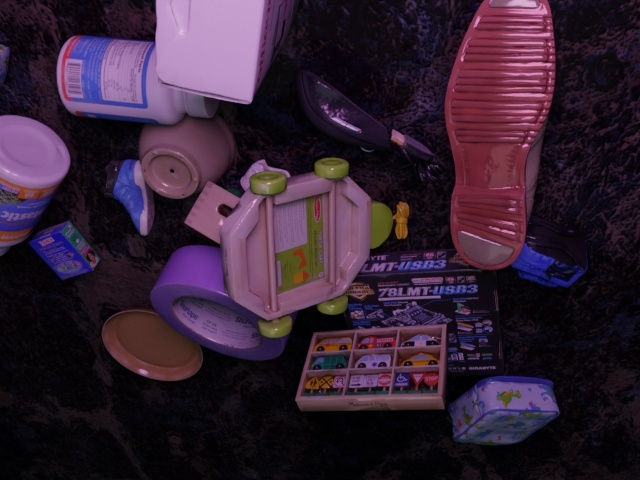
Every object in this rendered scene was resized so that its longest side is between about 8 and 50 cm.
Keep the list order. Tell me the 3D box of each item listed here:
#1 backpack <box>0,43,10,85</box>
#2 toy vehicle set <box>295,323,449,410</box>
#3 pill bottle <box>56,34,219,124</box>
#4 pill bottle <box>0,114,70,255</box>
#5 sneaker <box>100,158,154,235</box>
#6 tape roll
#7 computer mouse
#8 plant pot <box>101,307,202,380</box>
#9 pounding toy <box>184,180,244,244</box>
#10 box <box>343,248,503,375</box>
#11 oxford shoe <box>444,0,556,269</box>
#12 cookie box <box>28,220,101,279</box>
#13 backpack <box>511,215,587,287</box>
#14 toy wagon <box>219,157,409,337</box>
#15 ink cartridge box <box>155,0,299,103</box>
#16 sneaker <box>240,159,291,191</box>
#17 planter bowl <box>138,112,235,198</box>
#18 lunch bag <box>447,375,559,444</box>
[{"bbox_3d":[-0.556,-0.276,1.000,0.084,0.105,0.114,30,134,-12],"label":"backpack"},{"bbox_3d":[0.099,0.234,1.156,0.266,0.166,0.035,-6,128,18],"label":"toy vehicle set"},{"bbox_3d":[-0.271,-0.242,0.957,0.221,0.124,0.124,7,130,6],"label":"pill bottle"},{"bbox_3d":[-0.572,-0.083,1.130,0.152,0.152,0.272,34,127,-17],"label":"pill bottle"},{"bbox_3d":[-0.354,-0.080,1.148,0.084,0.058,0.152,5,126,0],"label":"sneaker"},{"bbox_3d":[-0.185,0.127,1.215,0.274,0.090,0.275,16,147,10],"label":"tape roll"},{"bbox_3d":[0.064,-0.156,0.922,0.262,0.184,0.060,34,94,-16],"label":"computer mouse"},{"bbox_3d":[-0.379,0.233,1.430,0.236,0.032,0.237,6,131,7],"label":"plant pot"},{"bbox_3d":[-0.111,-0.015,1.107,0.181,0.206,0.094,30,89,9],"label":"pounding toy"},{"bbox_3d":[0.197,0.147,1.215,0.295,0.073,0.294,-5,127,16],"label":"box"},{"bbox_3d":[0.263,-0.164,0.921,0.140,0.146,0.398,13,115,22],"label":"oxford shoe"},{"bbox_3d":[-0.520,0.021,1.278,0.091,0.040,0.107,-15,125,23],"label":"cookie box"},{"bbox_3d":[0.373,0.023,1.060,0.120,0.098,0.101,21,134,-7],"label":"backpack"},{"bbox_3d":[0.000,0.000,1.032,0.068,0.344,0.268,29,127,47],"label":"toy wagon"},{"bbox_3d":[-0.094,-0.322,0.753,0.116,0.278,0.202,14,131,1],"label":"ink cartridge box"},{"bbox_3d":[-0.063,-0.084,1.091,0.152,0.054,0.061,30,126,-12],"label":"sneaker"},{"bbox_3d":[-0.234,-0.138,1.044,0.161,0.109,0.162,5,130,6],"label":"planter bowl"},{"bbox_3d":[0.380,0.357,1.307,0.175,0.090,0.219,6,144,-11],"label":"lunch bag"}]
